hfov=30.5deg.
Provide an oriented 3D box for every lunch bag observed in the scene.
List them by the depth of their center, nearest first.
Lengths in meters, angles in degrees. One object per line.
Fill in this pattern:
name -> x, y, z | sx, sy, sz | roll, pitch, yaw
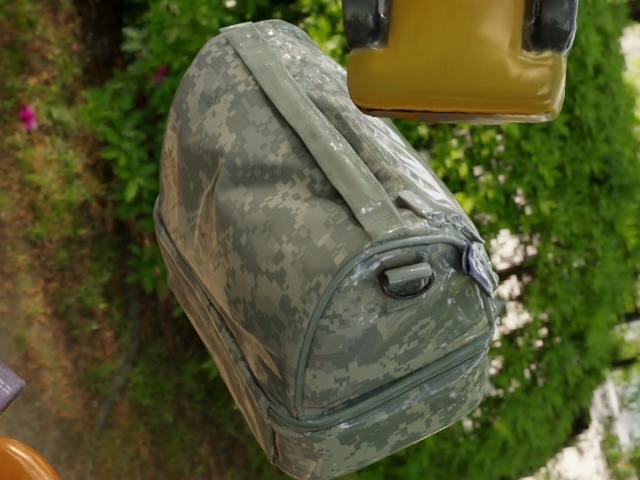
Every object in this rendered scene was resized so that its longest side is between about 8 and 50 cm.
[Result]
lunch bag -> 0.000, 0.000, 0.925 | 0.305, 0.213, 0.256 | 56, -19, 38

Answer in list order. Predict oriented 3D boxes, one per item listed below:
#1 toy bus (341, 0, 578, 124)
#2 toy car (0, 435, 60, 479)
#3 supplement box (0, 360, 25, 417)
toy bus -> 0.080, -0.225, 0.598 | 0.130, 0.108, 0.332 | 9, 85, -80
toy car -> -0.164, 0.173, 0.540 | 0.136, 0.159, 0.182 | -47, 154, -65
supplement box -> -0.367, 0.185, 1.063 | 0.081, 0.104, 0.188 | 40, 41, -3
